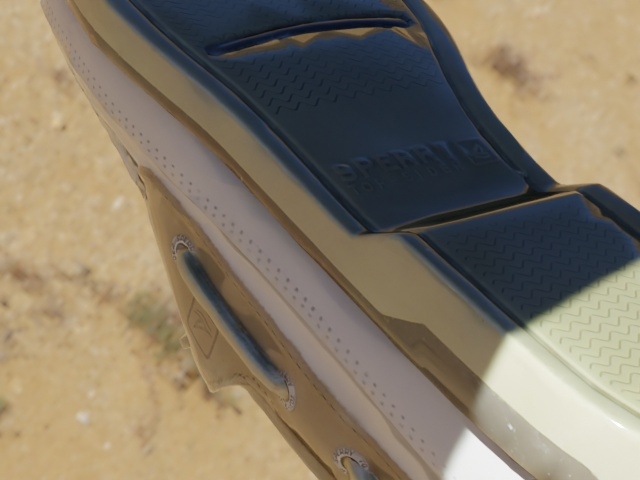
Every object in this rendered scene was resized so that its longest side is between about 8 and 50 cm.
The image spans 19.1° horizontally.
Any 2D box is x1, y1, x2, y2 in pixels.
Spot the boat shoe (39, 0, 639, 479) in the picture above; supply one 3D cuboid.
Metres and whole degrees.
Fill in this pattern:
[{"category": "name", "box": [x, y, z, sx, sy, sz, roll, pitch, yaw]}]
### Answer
[{"category": "boat shoe", "box": [0.000, 0.000, 0.522, 0.113, 0.103, 0.302, -6, 39, -34]}]
